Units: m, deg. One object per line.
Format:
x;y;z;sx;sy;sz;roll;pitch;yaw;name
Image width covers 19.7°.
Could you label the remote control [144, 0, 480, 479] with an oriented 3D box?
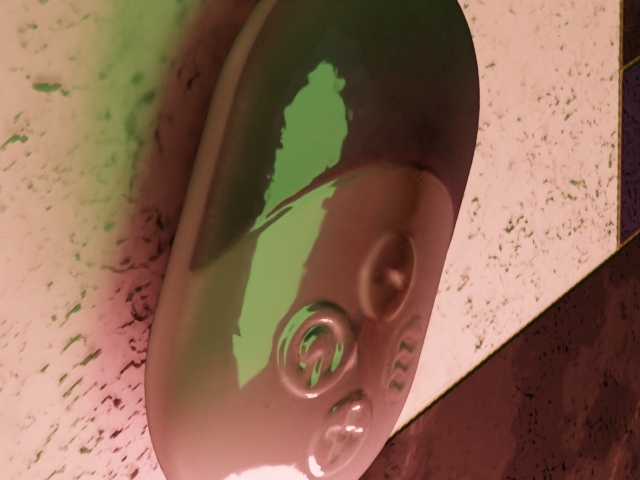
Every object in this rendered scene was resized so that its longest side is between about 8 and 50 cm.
0.000;0.000;1.010;0.221;0.103;0.332;11;93;-58;remote control
